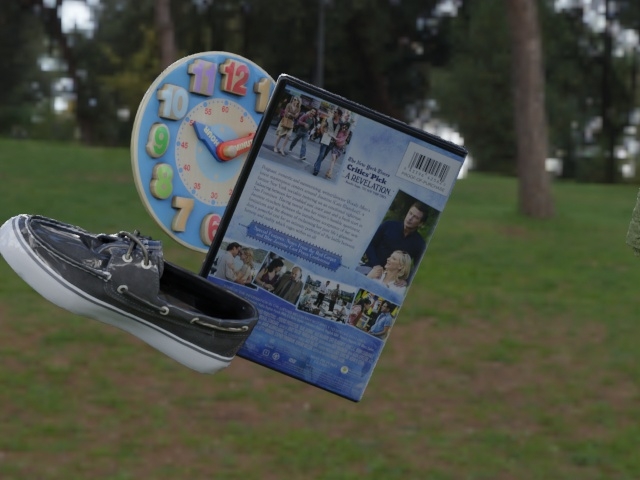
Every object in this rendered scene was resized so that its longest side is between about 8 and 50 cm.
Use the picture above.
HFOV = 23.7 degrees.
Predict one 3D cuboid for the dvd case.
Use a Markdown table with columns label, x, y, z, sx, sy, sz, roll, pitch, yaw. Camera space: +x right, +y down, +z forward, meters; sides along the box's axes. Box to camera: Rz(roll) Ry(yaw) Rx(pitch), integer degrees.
| label | x | y | z | sx | sy | sz | roll | pitch | yaw |
| --- | --- | --- | --- | --- | --- | --- | --- | --- | --- |
| dvd case | 0.000 | 0.000 | 1.363 | 0.180 | 0.253 | 0.022 | 22 | 11 | -5 |

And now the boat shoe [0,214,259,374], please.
| label | x | y | z | sx | sy | sz | roll | pitch | yaw |
| --- | --- | --- | --- | --- | --- | --- | --- | --- | --- |
| boat shoe | -0.144 | 0.030 | 1.209 | 0.228 | 0.076 | 0.080 | 34 | 23 | -27 |

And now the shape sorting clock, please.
| label | x | y | z | sx | sy | sz | roll | pitch | yaw |
| --- | --- | --- | --- | --- | --- | --- | --- | --- | --- |
| shape sorting clock | -0.102 | -0.089 | 1.551 | 0.206 | 0.206 | 0.040 | 1 | -3 | -40 |

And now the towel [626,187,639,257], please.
| label | x | y | z | sx | sy | sz | roll | pitch | yaw |
| --- | --- | --- | --- | --- | --- | --- | --- | --- | --- |
| towel | 0.329 | -0.032 | 1.334 | 0.110 | 0.148 | 0.027 | 26 | 38 | 28 |
